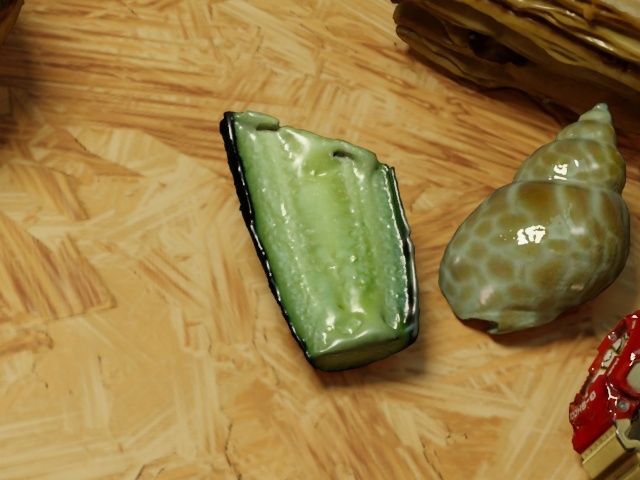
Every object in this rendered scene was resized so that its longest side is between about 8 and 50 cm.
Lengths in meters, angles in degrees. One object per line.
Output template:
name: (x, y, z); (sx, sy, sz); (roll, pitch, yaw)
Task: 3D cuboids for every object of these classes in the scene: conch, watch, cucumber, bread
conch: (0.166, -0.005, 1.334); (0.173, 0.106, 0.116); (-24, 43, -14)
watch: (0.300, 0.156, 1.261); (0.268, 0.102, 0.165); (40, 60, 5)
cucumber: (0.000, 0.000, 1.296); (0.115, 0.086, 0.193); (-8, 62, -20)
bread: (0.216, -0.234, 1.473); (0.314, 0.192, 0.370); (25, 38, 11)

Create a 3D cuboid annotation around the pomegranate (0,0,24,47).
pomegranate: (-0.337, -0.206, 1.248); (0.281, 0.281, 0.281); (8, 51, -10)
